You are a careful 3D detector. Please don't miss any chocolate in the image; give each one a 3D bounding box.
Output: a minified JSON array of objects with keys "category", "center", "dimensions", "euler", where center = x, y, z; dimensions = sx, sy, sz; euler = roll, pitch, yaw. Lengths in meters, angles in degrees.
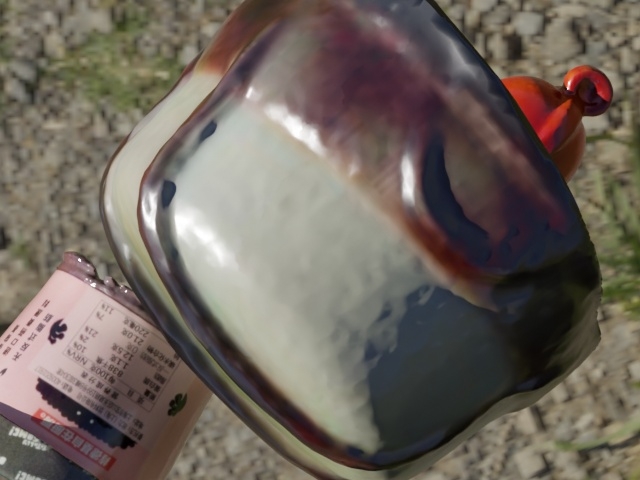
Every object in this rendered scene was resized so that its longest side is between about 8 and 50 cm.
[{"category":"chocolate","center":[0.000,0.000,0.960],"dimensions":[0.186,0.283,0.284],"euler":[-32,73,-11]}]

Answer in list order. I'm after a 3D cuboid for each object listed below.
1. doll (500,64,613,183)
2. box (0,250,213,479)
[{"category":"doll","center":[0.090,-0.025,1.536],"dimensions":[0.363,0.160,0.183],"euler":[-38,108,11]},{"category":"box","center":[-0.137,0.093,1.099],"dimensions":[0.151,0.151,0.135],"euler":[29,80,28]}]
